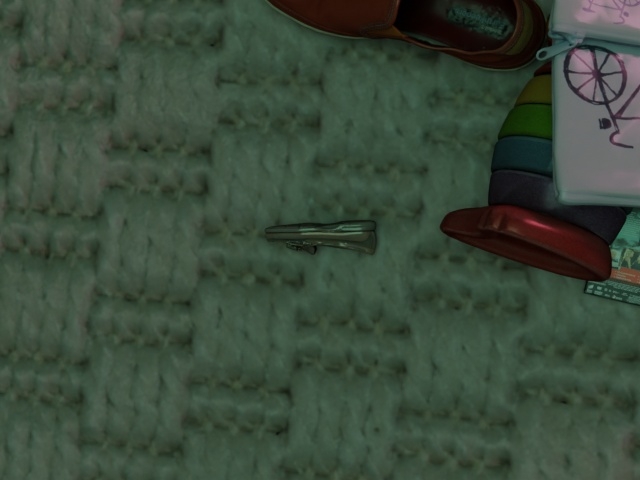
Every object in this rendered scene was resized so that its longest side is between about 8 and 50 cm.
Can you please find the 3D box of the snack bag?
[{"bbox_3d":[0.366,-0.181,1.141,0.323,0.037,0.342,5,78,-9],"label":"snack bag"}]

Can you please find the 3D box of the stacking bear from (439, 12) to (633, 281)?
[{"bbox_3d":[0.258,-0.119,1.201,0.164,0.175,0.289,20,85,-13],"label":"stacking bear"}]

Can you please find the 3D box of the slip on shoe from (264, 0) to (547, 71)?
[{"bbox_3d":[0.078,-0.262,1.267,0.331,0.101,0.123,20,97,14],"label":"slip on shoe"}]

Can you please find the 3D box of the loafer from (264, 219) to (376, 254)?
[{"bbox_3d":[0.000,0.000,1.317,0.125,0.045,0.039,-3,96,11],"label":"loafer"}]

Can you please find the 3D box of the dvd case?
[{"bbox_3d":[0.332,0.008,1.252,0.087,0.013,0.119,13,94,13],"label":"dvd case"}]
